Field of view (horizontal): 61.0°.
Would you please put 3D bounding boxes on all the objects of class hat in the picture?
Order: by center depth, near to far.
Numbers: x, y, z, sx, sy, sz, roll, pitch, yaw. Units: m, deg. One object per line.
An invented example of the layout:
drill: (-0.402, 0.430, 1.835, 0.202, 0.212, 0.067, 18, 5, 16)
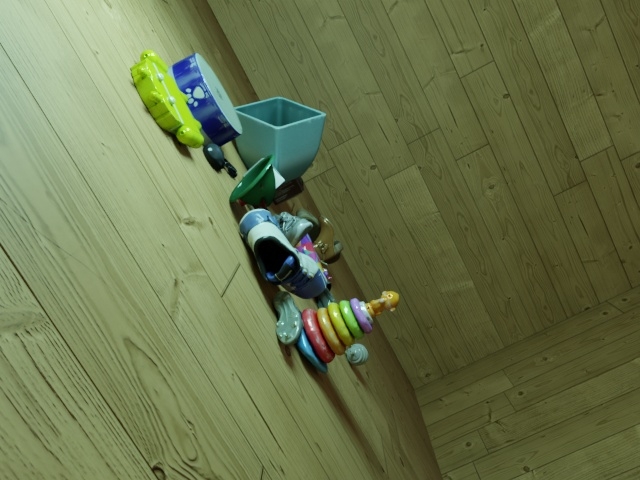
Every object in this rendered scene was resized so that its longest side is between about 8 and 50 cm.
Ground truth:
hat: (-0.140, -0.112, 1.544, 0.183, 0.208, 0.173, 43, 39, -19)

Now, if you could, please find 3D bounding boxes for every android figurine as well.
android figurine: (-0.368, -0.340, 1.317, 0.248, 0.056, 0.273, 64, 5, 6)

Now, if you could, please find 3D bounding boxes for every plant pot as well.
plant pot: (-0.156, -0.349, 1.975, 0.248, 0.247, 0.252, 28, -52, 33)

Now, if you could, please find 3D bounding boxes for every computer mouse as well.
computer mouse: (-0.284, -0.234, 1.609, 0.071, 0.041, 0.242, 63, 6, 9)

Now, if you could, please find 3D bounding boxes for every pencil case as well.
pencil case: (-0.057, 0.056, 1.983, 0.236, 0.104, 0.104, 63, 6, 6)

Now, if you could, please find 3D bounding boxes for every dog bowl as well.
dog bowl: (-0.337, -0.402, 1.584, 0.265, 0.104, 0.265, 61, 7, -12)

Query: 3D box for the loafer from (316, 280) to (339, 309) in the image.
loafer: (0.021, 0.200, 2.065, 0.096, 0.084, 0.267, 55, 11, -53)

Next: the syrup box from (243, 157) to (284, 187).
syrup box: (-0.188, -0.203, 1.767, 0.093, 0.096, 0.237, 47, 0, -12)

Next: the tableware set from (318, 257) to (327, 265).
tableware set: (-0.044, 0.042, 2.163, 0.194, 0.039, 0.128, 44, -11, 51)

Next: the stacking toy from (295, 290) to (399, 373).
stacking toy: (0.081, 0.219, 1.500, 0.166, 0.302, 0.175, 55, 9, -49)

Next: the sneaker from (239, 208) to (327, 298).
sneaker: (-0.097, 0.076, 1.453, 0.315, 0.127, 0.182, 50, 8, -33)

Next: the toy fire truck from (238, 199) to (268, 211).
toy fire truck: (-0.187, -0.072, 1.691, 0.192, 0.047, 0.135, 63, 7, -4)

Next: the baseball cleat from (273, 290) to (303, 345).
baseball cleat: (-0.069, 0.210, 1.379, 0.109, 0.072, 0.206, 59, 8, -31)

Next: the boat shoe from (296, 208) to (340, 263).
boat shoe: (-0.008, -0.021, 2.568, 0.341, 0.121, 0.110, 56, 10, -41)

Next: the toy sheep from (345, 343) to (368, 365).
toy sheep: (0.138, 0.435, 2.073, 0.132, 0.091, 0.091, 22, 40, -59)

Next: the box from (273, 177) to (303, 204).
box: (-0.214, -0.353, 2.223, 0.381, 0.143, 0.191, 63, 7, -18)

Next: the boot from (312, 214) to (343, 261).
boot: (0.000, 0.000, 2.430, 0.197, 0.152, 0.073, 61, -16, -7)

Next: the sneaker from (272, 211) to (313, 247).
sneaker: (-0.115, -0.040, 1.801, 0.115, 0.105, 0.281, 46, -17, -11)
